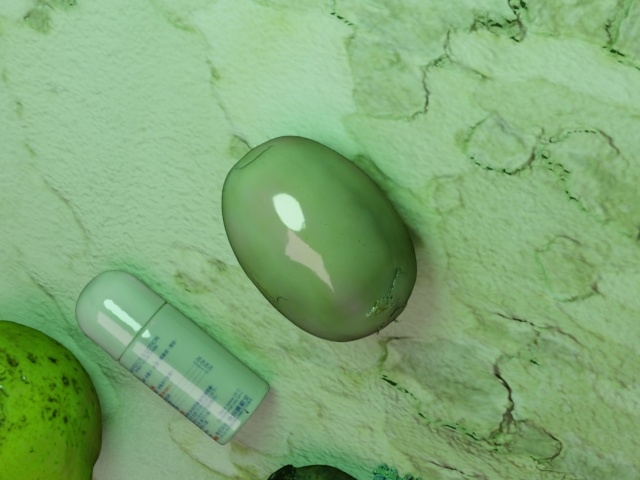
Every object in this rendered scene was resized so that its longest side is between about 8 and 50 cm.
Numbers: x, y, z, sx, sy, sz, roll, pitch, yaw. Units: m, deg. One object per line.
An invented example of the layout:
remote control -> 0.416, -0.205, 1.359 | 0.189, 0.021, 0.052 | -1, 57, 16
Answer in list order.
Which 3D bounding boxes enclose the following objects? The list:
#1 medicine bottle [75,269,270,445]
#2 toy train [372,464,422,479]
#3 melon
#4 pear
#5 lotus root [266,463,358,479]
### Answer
medicine bottle -> -0.252, 0.182, 1.744 | 0.341, 0.130, 0.130 | 39, 125, -2
toy train -> 0.129, 0.407, 1.773 | 0.092, 0.029, 0.045 | 21, 131, 10
melon -> 0.000, 0.000, 1.477 | 0.223, 0.223, 0.317 | -33, 99, 33
pear -> -0.547, 0.335, 1.825 | 0.390, 0.391, 0.391 | 10, 121, 17
lotus root -> 0.032, 0.527, 1.766 | 0.346, 0.250, 0.250 | 43, 125, 2
